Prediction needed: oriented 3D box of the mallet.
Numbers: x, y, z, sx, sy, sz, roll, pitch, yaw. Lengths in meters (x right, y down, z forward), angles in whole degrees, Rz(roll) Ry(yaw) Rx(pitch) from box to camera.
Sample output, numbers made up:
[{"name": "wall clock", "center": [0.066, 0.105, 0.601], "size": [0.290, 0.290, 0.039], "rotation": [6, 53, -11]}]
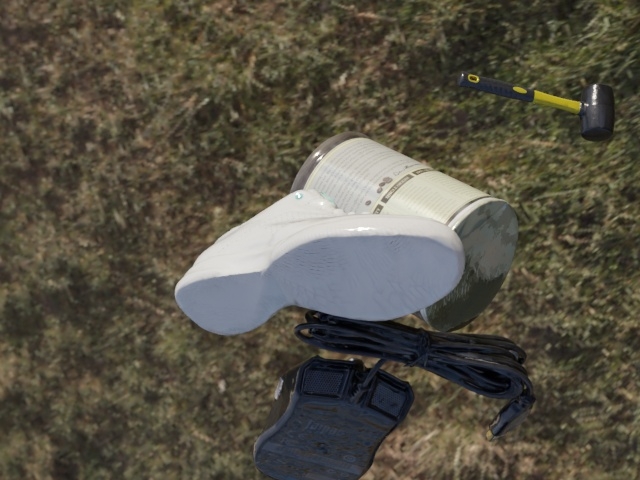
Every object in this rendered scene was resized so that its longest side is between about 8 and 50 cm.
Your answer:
[{"name": "mallet", "center": [0.247, -0.169, 1.074], "size": [0.189, 0.062, 0.039], "rotation": [19, 158, -9]}]

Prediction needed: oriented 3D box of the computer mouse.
[{"name": "computer mouse", "center": [0.053, 0.124, 0.729], "size": [0.184, 0.060, 0.262], "rotation": [13, 141, -5]}]

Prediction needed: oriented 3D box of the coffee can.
[{"name": "coffee can", "center": [0.115, -0.018, 1.375], "size": [0.275, 0.201, 0.202], "rotation": [30, 126, 38]}]

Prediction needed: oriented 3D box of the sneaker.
[{"name": "sneaker", "center": [0.000, 0.000, 0.621], "size": [0.212, 0.094, 0.080], "rotation": [-9, 129, 34]}]
